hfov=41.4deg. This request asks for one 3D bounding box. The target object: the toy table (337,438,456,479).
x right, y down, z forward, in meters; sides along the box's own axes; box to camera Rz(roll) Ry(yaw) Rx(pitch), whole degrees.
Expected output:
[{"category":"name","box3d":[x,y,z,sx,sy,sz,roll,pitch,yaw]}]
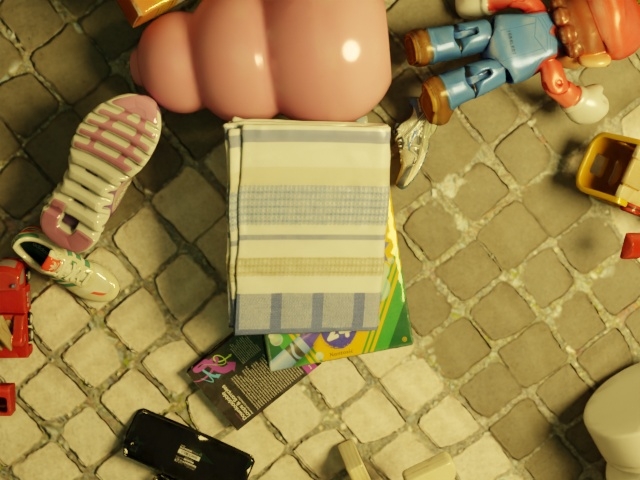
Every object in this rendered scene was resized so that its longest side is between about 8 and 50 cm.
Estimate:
[{"category":"toy table","box3d":[0.087,0.412,1.184,0.274,0.252,0.161,-31,116,-12]}]

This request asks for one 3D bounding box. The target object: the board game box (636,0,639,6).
[{"category":"board game box","box3d":[0.510,-0.305,1.171,0.181,0.092,0.043,28,97,-8]}]

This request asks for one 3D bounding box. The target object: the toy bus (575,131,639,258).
[{"category":"toy bus","box3d":[0.454,-0.082,1.194,0.190,0.104,0.202,-30,121,-20]}]

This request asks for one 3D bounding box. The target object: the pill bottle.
[{"category":"pill bottle","box3d":[0.552,0.375,1.213,0.224,0.224,0.392,-31,100,1]}]

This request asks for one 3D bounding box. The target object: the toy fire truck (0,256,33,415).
[{"category":"toy fire truck","box3d":[-0.426,0.125,1.138,0.047,0.135,0.192,0,99,-5]}]

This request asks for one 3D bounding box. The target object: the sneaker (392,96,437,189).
[{"category":"sneaker","box3d":[0.126,-0.139,1.192,0.058,0.052,0.135,20,89,3]}]

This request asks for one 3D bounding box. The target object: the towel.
[{"category":"towel","box3d":[-0.018,-0.015,1.077,0.209,0.034,0.285,-1,108,-8]}]

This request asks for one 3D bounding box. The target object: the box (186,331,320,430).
[{"category":"box","box3d":[-0.096,0.182,1.228,0.162,0.029,0.116,-39,99,1]}]

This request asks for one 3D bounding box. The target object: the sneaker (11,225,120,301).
[{"category":"sneaker","box3d":[-0.353,0.040,1.161,0.161,0.075,0.057,35,95,-9]}]

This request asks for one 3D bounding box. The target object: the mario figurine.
[{"category":"mario figurine","box3d":[0.282,-0.254,1.155,0.320,0.170,0.198,-15,122,-1]}]

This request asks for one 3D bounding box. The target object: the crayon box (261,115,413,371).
[{"category":"crayon box","box3d":[0.000,0.000,1.165,0.203,0.083,0.323,-10,95,-7]}]

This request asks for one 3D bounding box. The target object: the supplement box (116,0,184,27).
[{"category":"supplement box","box3d":[-0.147,-0.353,1.045,0.233,0.080,0.078,-32,100,-14]}]

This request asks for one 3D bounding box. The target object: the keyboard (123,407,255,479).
[{"category":"keyboard","box3d":[-0.201,0.328,1.247,0.192,0.038,0.100,26,73,-7]}]

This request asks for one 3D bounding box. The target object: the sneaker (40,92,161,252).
[{"category":"sneaker","box3d":[-0.283,-0.099,1.119,0.095,0.104,0.236,34,111,-7]}]

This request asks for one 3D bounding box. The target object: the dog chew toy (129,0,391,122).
[{"category":"dog chew toy","box3d":[-0.078,-0.239,1.087,0.331,0.206,0.207,-6,99,4]}]
